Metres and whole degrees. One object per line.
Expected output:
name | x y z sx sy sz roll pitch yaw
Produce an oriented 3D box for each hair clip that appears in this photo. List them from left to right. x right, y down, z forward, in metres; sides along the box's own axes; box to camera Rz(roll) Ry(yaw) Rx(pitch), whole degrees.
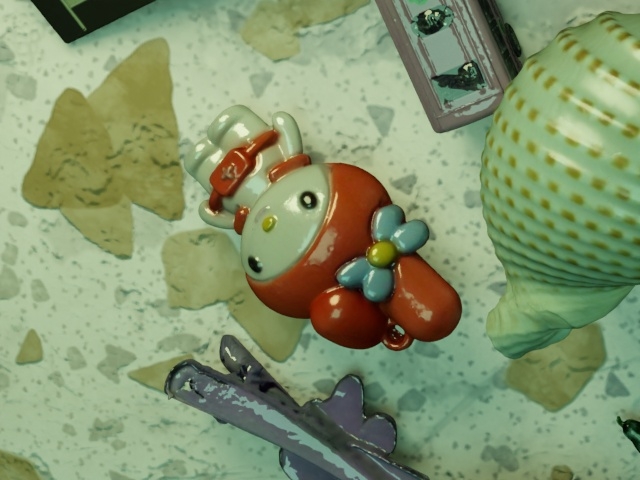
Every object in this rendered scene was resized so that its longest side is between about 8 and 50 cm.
hair clip | -0.018 0.179 1.291 0.278 0.090 0.137 30 104 -4

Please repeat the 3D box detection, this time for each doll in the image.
doll | 0.000 0.000 1.196 0.290 0.130 0.161 45 107 12

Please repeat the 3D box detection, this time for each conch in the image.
conch | 0.239 -0.064 1.043 0.319 0.303 0.215 -32 82 34

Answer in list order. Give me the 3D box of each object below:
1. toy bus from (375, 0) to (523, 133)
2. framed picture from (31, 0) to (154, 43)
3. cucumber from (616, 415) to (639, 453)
toy bus | 0.100 -0.197 1.118 0.096 0.108 0.198 -22 102 19
framed picture | -0.184 -0.323 1.103 0.347 0.016 0.265 -17 121 38
cucumber | 0.343 0.207 1.231 0.155 0.037 0.037 31 112 2
